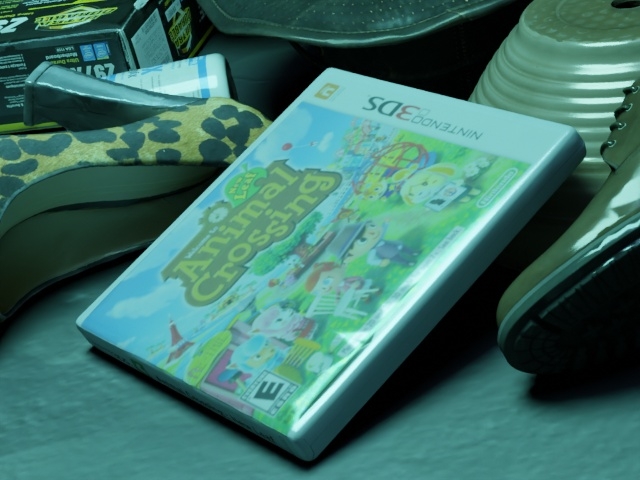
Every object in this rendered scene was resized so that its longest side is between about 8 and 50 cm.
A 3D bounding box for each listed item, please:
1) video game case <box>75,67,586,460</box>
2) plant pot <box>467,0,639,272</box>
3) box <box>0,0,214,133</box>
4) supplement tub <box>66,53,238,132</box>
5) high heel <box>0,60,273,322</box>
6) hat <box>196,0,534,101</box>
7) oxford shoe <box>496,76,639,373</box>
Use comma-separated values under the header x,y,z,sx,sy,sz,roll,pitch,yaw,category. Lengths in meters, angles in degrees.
x,y,z,sx,sy,sz,roll,pitch,yaw,category
0.000,0.000,0.813,0.212,0.023,0.193,-47,38,-19,video game case
0.175,-0.081,0.871,0.237,0.109,0.237,-11,25,5,plant pot
-0.256,-0.164,1.269,0.322,0.079,0.257,-5,29,15,box
-0.107,-0.078,1.036,0.107,0.071,0.071,-11,26,2,supplement tub
-0.119,0.000,0.896,0.186,0.093,0.261,16,47,8,high heel
0.072,-0.161,1.053,0.331,0.134,0.331,-13,31,8,hat
0.163,-0.025,0.744,0.227,0.083,0.096,-39,48,-7,oxford shoe
